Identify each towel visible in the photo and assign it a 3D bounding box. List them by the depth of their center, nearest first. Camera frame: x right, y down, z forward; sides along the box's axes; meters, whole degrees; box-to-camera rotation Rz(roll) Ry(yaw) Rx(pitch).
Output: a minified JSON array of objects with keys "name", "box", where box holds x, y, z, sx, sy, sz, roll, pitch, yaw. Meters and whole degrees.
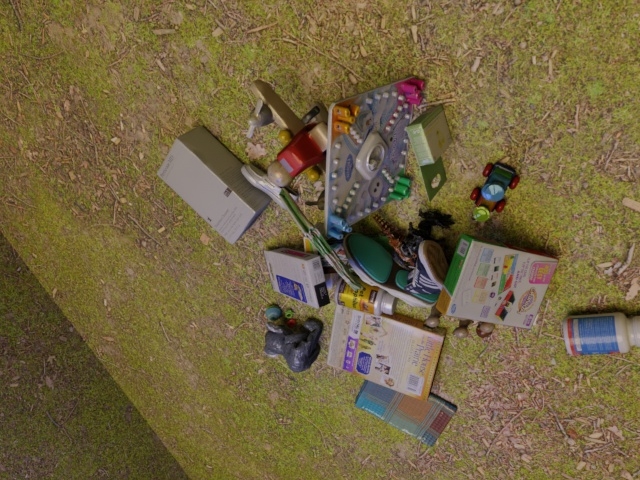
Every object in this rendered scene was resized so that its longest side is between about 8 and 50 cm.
[{"name":"towel","box":[0.000,0.000,1.650,0.038,0.248,0.325,-39,132,2]},{"name":"towel","box":[0.334,0.675,2.234,0.370,0.040,0.271,26,128,11]}]

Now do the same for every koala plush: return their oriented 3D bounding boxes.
[{"name":"koala plush","box":[-0.132,0.416,2.218,0.221,0.203,0.196,19,125,18]}]

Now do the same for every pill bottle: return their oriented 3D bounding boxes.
[{"name":"pill bottle","box":[0.865,0.282,1.667,0.221,0.124,0.124,-10,113,33]},{"name":"pill bottle","box":[0.167,0.201,1.987,0.215,0.117,0.117,13,123,20]}]

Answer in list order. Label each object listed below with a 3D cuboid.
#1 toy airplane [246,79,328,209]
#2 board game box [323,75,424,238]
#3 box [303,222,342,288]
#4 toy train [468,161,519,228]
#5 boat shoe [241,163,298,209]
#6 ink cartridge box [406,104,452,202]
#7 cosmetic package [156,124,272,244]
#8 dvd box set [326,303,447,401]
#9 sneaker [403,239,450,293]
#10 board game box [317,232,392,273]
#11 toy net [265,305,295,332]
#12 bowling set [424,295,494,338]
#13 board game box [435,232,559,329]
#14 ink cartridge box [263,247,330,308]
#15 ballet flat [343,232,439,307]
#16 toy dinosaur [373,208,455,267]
[{"name":"toy airplane","box":[-0.047,-0.272,1.658,0.272,0.384,0.386,-38,53,17]},{"name":"board game box","box":[0.158,-0.235,1.559,0.050,0.390,0.390,25,129,33]},{"name":"box","box":[0.014,0.056,1.983,0.103,0.114,0.203,11,124,23]},{"name":"toy train","box":[0.485,-0.096,1.627,0.105,0.143,0.248,28,127,11]},{"name":"boat shoe","box":[-0.175,-0.209,1.956,0.226,0.083,0.076,38,117,-12]},{"name":"ink cartridge box","box":[0.333,-0.253,1.594,0.056,0.171,0.235,-8,114,37]},{"name":"cosmetic package","box":[-0.382,-0.204,2.008,0.385,0.156,0.217,41,130,-1]},{"name":"dvd box set","box":[0.240,0.407,2.086,0.420,0.062,0.308,16,117,18]},{"name":"sneaker","box":[0.310,0.090,1.680,0.153,0.099,0.282,1,150,34]},{"name":"board game box","box":[0.119,0.045,1.893,0.259,0.030,0.136,-5,118,-7]},{"name":"toy net","box":[-0.165,0.375,2.317,0.122,0.045,0.232,-4,123,-3]},{"name":"bowling set","box":[0.517,0.265,1.820,0.287,0.154,0.200,-27,103,37]},{"name":"board game box","box":[0.527,0.128,1.636,0.316,0.064,0.242,12,104,-20]},{"name":"ink cartridge box","box":[-0.095,0.125,2.000,0.371,0.069,0.176,9,115,59]},{"name":"ballet flat","box":[0.217,0.120,1.858,0.400,0.139,0.139,31,130,-16]},{"name":"toy dinosaur","box":[0.317,0.020,1.791,0.321,0.164,0.218,17,144,-8]}]
